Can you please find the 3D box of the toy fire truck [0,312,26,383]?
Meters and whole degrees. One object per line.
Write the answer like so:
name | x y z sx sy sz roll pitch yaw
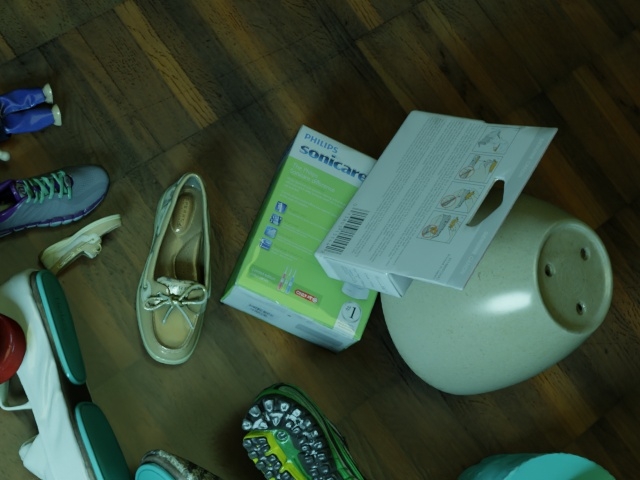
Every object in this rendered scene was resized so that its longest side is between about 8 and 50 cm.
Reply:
toy fire truck | -0.562 0.144 1.442 0.302 0.169 0.254 41 88 29

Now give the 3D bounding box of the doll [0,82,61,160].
doll | -0.488 -0.176 1.641 0.189 0.046 0.129 -18 78 -20

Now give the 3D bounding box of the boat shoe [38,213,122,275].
boat shoe | -0.350 0.007 1.626 0.135 0.050 0.045 -31 87 -12

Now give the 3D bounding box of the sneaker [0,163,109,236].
sneaker | -0.410 -0.063 1.600 0.224 0.098 0.083 -23 81 -21

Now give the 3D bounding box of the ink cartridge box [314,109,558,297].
ink cartridge box | 0.171 -0.050 1.562 0.296 0.261 0.066 -56 136 -23

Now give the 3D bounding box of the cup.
cup | 0.289 0.063 1.629 0.331 0.237 0.331 6 79 -35

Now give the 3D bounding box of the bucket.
bucket | 0.321 0.441 1.608 0.281 0.183 0.281 4 74 -13

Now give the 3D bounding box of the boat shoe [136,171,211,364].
boat shoe | -0.215 0.039 1.629 0.104 0.089 0.285 5 73 -15

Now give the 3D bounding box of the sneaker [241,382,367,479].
sneaker | 0.018 0.347 1.579 0.134 0.146 0.343 -26 100 13

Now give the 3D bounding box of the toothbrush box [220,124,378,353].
toothbrush box | 0.000 0.000 1.685 0.206 0.122 0.283 24 70 -8

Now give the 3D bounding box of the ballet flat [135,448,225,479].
ballet flat | -0.091 0.488 1.512 0.182 0.164 0.483 -22 85 -43

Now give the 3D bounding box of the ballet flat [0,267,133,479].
ballet flat | -0.372 0.235 1.519 0.139 0.139 0.400 -18 76 -20
